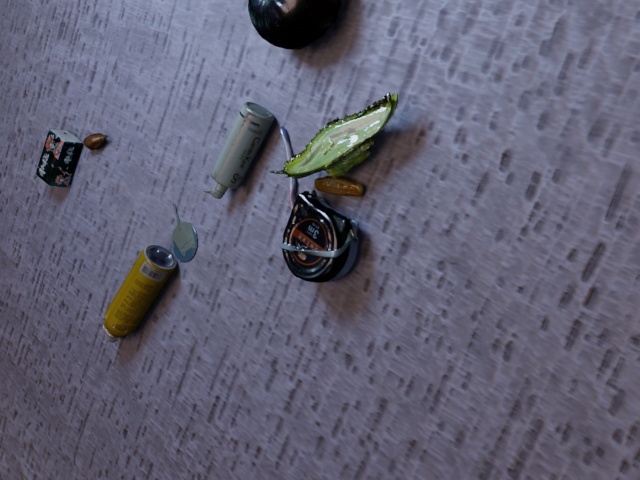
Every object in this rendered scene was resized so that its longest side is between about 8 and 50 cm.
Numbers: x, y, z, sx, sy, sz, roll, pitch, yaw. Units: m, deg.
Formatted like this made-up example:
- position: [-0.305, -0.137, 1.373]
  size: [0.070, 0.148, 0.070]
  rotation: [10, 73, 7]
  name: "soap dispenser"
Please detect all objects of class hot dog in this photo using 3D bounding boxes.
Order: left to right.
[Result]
- position: [0.043, -0.127, 1.657]
  size: [0.137, 0.028, 0.044]
  rotation: [10, 122, 42]
  name: "hot dog"

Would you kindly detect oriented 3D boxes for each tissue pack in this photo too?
- position: [-0.861, -0.269, 2.379]
  size: [0.103, 0.090, 0.170]
  rotation: [35, 112, 32]
  name: "tissue pack"

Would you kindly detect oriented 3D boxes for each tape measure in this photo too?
- position: [-0.002, 0.005, 1.645]
  size: [0.182, 0.107, 0.181]
  rotation: [38, 110, 34]
  name: "tape measure"

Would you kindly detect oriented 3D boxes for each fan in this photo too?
- position: [-0.392, -0.025, 2.038]
  size: [0.113, 0.005, 0.175]
  rotation: [-30, 72, 37]
  name: "fan"

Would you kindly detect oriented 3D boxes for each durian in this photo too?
- position: [0.038, -0.214, 1.610]
  size: [0.375, 0.106, 0.132]
  rotation: [-31, 73, 35]
  name: "durian"

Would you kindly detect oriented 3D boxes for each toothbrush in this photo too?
- position: [-0.071, -0.150, 1.758]
  size: [0.027, 0.021, 0.269]
  rotation: [-14, 81, 26]
  name: "toothbrush"

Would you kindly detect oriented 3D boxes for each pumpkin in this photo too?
- position: [-0.062, -0.555, 1.662]
  size: [0.233, 0.163, 0.233]
  rotation: [-3, 86, 41]
  name: "pumpkin"

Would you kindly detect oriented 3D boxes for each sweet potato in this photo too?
- position: [-0.700, -0.314, 2.272]
  size: [0.117, 0.049, 0.049]
  rotation: [-10, 83, 40]
  name: "sweet potato"

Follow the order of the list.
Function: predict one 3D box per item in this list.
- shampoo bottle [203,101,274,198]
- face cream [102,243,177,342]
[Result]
- position: [-0.209, -0.218, 1.833]
  size: [0.085, 0.085, 0.262]
  rotation: [44, 116, 31]
  name: "shampoo bottle"
- position: [-0.539, 0.168, 2.098]
  size: [0.105, 0.105, 0.349]
  rotation: [52, 121, 28]
  name: "face cream"
